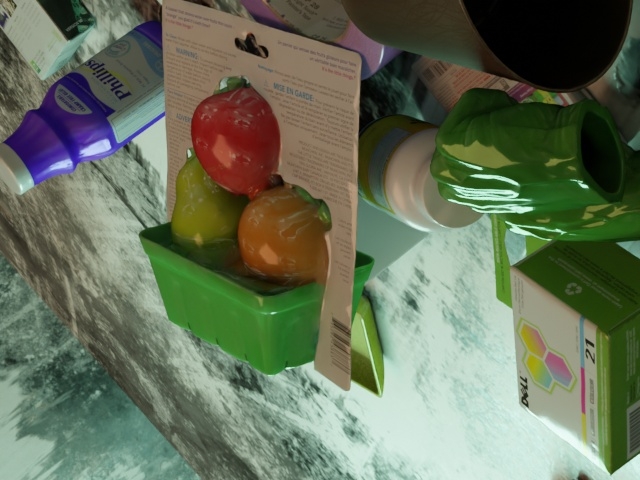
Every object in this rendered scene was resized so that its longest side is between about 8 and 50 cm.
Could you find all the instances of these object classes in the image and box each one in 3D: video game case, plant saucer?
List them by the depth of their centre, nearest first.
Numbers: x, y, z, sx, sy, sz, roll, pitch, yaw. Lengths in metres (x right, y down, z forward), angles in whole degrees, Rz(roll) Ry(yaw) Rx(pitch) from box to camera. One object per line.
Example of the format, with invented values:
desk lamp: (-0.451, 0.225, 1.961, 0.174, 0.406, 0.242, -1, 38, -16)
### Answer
video game case: (0.179, -0.128, 1.482, 0.183, 0.023, 0.201, 51, 159, 0)
plant saucer: (0.012, 0.105, 2.163, 0.188, 0.045, 0.188, 28, 150, 32)

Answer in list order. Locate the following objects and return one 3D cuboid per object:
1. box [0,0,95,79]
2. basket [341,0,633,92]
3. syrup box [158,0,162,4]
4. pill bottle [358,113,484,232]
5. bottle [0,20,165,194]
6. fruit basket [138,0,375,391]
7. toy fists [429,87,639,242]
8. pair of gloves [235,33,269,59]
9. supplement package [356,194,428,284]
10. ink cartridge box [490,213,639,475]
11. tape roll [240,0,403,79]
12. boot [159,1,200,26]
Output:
box: (-0.464, -0.400, 2.319, 0.322, 0.058, 0.232, 52, 159, -6)
basket: (0.118, -0.218, 1.287, 0.227, 0.154, 0.204, 13, 130, 64)
syrup box: (-0.154, -0.356, 1.689, 0.093, 0.096, 0.237, 47, 158, 11)
pill bottle: (0.102, -0.065, 1.585, 0.103, 0.103, 0.184, 59, 171, -20)
bottle: (-0.286, -0.164, 2.019, 0.118, 0.283, 0.092, 41, 157, 30)
fruit basket: (-0.058, -0.056, 1.662, 0.327, 0.165, 0.353, 23, 115, 46)
toy fists: (0.189, -0.058, 1.297, 0.142, 0.096, 0.279, -5, 168, 30)
pair of gloves: (-0.083, -0.221, 1.889, 0.074, 0.010, 0.083, 57, 157, -7)
supplement package: (0.000, 0.000, 1.901, 0.134, 0.139, 0.244, 54, 159, -2)
ink cartridge box: (0.218, 0.072, 1.519, 0.255, 0.097, 0.189, 37, 148, 41)
tape roll: (-0.005, -0.287, 1.505, 0.275, 0.090, 0.275, 43, 157, 23)
boot: (-0.149, -0.236, 1.952, 0.099, 0.045, 0.121, 30, 145, 49)
